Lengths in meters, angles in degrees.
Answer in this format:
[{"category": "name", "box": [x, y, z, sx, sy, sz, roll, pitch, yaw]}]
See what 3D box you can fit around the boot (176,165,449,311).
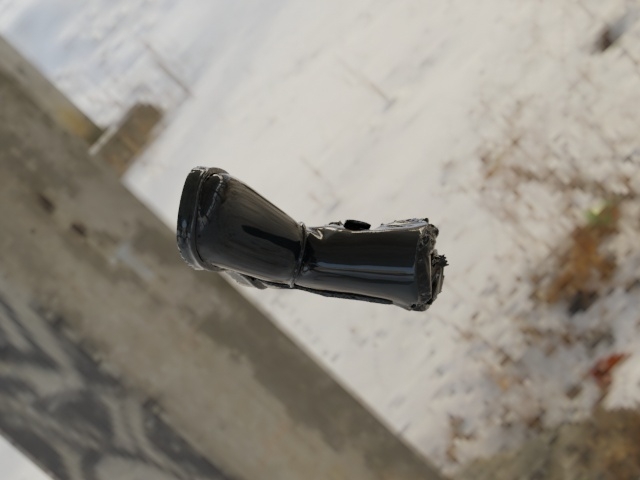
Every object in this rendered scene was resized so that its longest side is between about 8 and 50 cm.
[{"category": "boot", "box": [0.000, 0.000, 1.545, 0.246, 0.207, 0.094, 42, -125, -68]}]
